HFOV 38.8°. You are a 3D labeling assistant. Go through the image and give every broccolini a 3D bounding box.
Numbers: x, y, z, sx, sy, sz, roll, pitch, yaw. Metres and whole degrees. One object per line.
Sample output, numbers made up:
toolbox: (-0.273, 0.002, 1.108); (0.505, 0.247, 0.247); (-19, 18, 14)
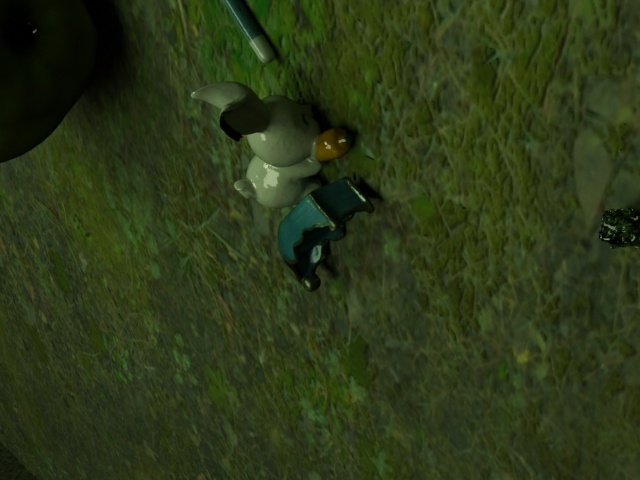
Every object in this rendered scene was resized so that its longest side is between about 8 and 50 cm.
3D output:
broccolini: (0.296, 0.048, 0.751); (0.052, 0.054, 0.194); (-28, 97, 37)

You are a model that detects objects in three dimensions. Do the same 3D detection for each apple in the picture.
apple: (-0.479, -0.257, 1.185); (0.357, 0.357, 0.357); (31, 139, 32)

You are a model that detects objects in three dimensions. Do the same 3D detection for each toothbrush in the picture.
toothbrush: (-0.128, -0.311, 0.990); (0.275, 0.019, 0.025); (58, 151, -4)

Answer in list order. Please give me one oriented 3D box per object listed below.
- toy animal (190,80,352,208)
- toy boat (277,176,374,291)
toy animal: (-0.050, -0.105, 0.980); (0.131, 0.127, 0.181); (43, 156, 29)
toy boat: (0.000, 0.000, 1.042); (0.077, 0.075, 0.185); (60, 150, 9)
